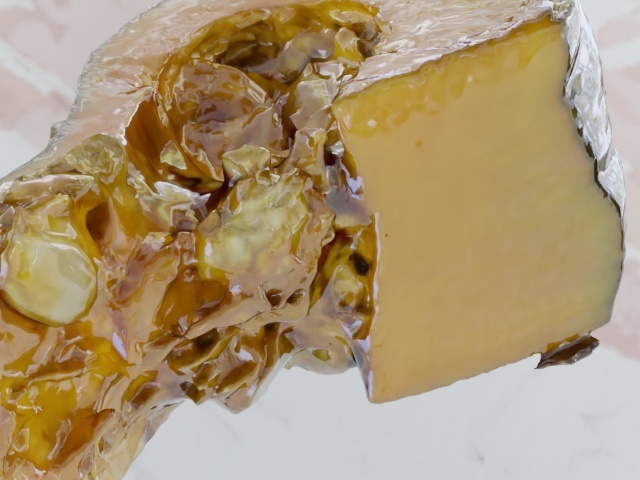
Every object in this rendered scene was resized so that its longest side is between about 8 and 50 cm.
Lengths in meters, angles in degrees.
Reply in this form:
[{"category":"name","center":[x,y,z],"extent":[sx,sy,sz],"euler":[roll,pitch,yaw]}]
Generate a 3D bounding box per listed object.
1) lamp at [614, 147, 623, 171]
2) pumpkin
[{"category":"lamp","center":[0.139,-0.030,0.887],"extent":[0.101,0.101,0.090],"euler":[-22,-102,-19]},{"category":"pumpkin","center":[0.000,0.001,0.487],"extent":[0.190,0.139,0.280],"euler":[1,-148,19]}]
